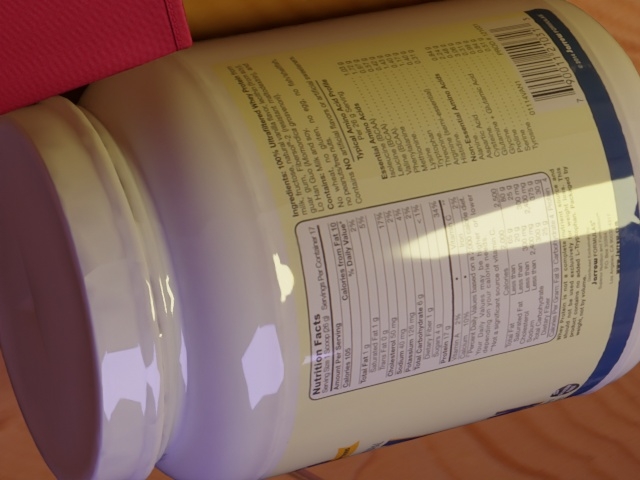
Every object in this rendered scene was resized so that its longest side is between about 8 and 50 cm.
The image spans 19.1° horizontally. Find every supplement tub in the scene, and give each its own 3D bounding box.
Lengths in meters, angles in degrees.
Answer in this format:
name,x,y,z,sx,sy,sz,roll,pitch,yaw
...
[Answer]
name,x,y,z,sx,sy,sz,roll,pitch,yaw
supplement tub,0.000,0.000,1.025,0.325,0.235,0.235,-12,151,-23

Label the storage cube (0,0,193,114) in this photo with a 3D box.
name,x,y,z,sx,sy,sz,roll,pitch,yaw
storage cube,-0.173,-0.153,0.656,0.193,0.183,0.215,-21,154,-5
